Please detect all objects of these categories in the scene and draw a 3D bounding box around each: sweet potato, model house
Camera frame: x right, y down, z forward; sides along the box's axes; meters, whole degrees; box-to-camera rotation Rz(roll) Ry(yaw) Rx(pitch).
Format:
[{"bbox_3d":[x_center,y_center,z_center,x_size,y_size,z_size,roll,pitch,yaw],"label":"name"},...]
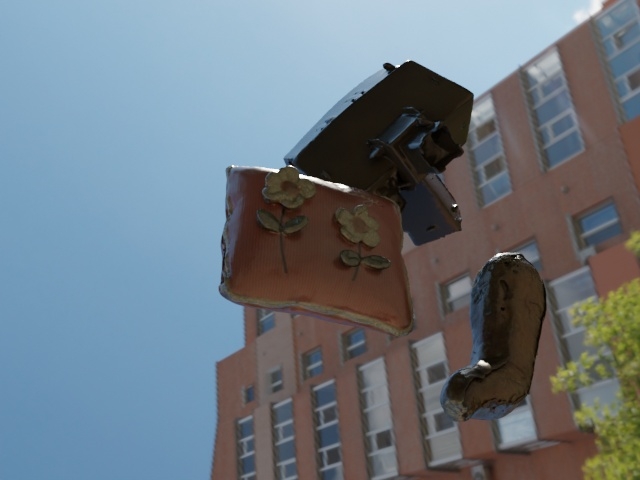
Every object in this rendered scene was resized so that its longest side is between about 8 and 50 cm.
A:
[{"bbox_3d":[0.157,0.093,0.674,0.081,0.062,0.233,47,-141,-11],"label":"sweet potato"},{"bbox_3d":[0.106,-0.091,0.928,0.211,0.243,0.204,-43,-74,-11],"label":"model house"}]

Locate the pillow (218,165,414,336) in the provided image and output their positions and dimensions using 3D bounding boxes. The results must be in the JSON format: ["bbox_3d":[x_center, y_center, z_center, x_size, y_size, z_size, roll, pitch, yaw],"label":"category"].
[{"bbox_3d":[0.000,0.000,0.678,0.179,0.075,0.171,13,-135,-17],"label":"pillow"}]
